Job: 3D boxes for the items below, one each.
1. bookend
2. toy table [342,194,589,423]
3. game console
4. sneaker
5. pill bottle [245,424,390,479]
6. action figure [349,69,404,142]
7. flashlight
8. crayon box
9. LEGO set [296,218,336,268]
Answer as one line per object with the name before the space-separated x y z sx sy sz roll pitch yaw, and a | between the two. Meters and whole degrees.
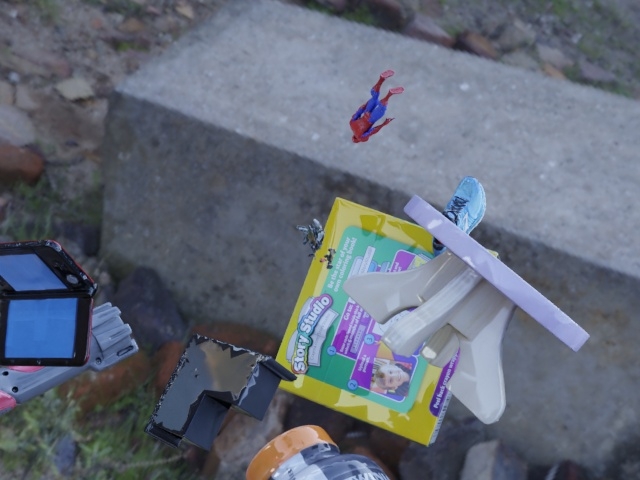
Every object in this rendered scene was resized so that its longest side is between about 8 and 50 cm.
bookend | -0.139 0.226 1.358 0.072 0.157 0.156 44 64 -45
toy table | 0.169 0.086 1.204 0.274 0.161 0.252 43 6 33
game console | -0.326 0.070 1.075 0.124 0.144 0.085 57 40 -40
sneaker | 0.237 -0.039 1.684 0.063 0.162 0.073 15 -15 27
pill bottle | 0.030 0.273 0.829 0.131 0.130 0.245 -1 38 -41
action figure | 0.060 -0.144 1.103 0.030 0.115 0.038 -21 72 -33
flashlight | -0.446 0.192 1.522 0.304 0.103 0.103 -29 34 -26
crayon box | 0.115 0.145 1.773 0.313 0.362 0.106 20 -4 15
LEGO set | 0.000 0.003 1.232 0.024 0.054 0.083 -14 56 -28
